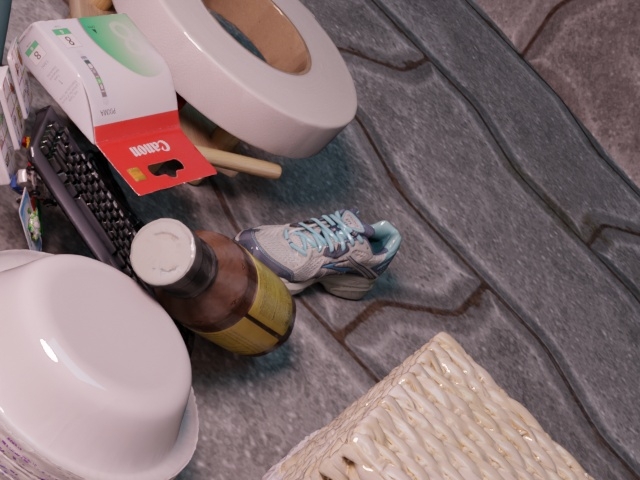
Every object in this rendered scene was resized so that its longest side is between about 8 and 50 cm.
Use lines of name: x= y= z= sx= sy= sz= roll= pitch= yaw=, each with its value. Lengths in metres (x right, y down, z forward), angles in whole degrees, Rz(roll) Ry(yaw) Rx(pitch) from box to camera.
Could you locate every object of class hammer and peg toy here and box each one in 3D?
hammer and peg toy: x=-0.208 y=-0.178 z=1.849 sx=0.266 sy=0.127 sz=0.361 roll=26 pitch=32 yaw=-35

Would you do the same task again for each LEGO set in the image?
LEGO set: x=-0.324 y=-0.066 z=1.483 sx=0.182 sy=0.060 sz=0.244 roll=-94 pitch=176 yaw=-55

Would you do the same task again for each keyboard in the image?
keyboard: x=-0.223 y=-0.014 z=1.561 sx=0.317 sy=0.033 sz=0.201 roll=60 pitch=9 yaw=-27

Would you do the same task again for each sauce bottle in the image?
sauce bottle: x=-0.115 y=0.049 z=1.531 sx=0.111 sy=0.111 sz=0.344 roll=55 pitch=1 yaw=19

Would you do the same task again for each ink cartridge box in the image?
ink cartridge box: x=-0.219 y=-0.162 z=1.609 sx=0.224 sy=0.056 sz=0.181 roll=47 pitch=27 yaw=10

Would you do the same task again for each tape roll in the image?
tape roll: x=-0.112 y=-0.278 z=1.908 sx=0.392 sy=0.072 sz=0.392 roll=34 pitch=28 yaw=-22

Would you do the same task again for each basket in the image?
basket: x=0.103 y=0.316 z=1.436 sx=0.331 sy=0.266 sz=0.328 roll=45 pitch=28 yaw=4

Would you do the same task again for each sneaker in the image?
sneaker: x=0.000 y=0.000 z=1.889 sx=0.283 sy=0.122 sz=0.110 roll=4 pitch=47 yaw=-52

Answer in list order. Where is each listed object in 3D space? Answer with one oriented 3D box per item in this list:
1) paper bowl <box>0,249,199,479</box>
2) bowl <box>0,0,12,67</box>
paper bowl: x=-0.239 y=0.128 z=1.354 sx=0.284 sy=0.148 sz=0.284 roll=35 pitch=27 yaw=-21
bowl: x=-0.452 y=-0.213 z=1.440 sx=0.312 sy=0.163 sz=0.311 roll=-3 pitch=35 yaw=2
